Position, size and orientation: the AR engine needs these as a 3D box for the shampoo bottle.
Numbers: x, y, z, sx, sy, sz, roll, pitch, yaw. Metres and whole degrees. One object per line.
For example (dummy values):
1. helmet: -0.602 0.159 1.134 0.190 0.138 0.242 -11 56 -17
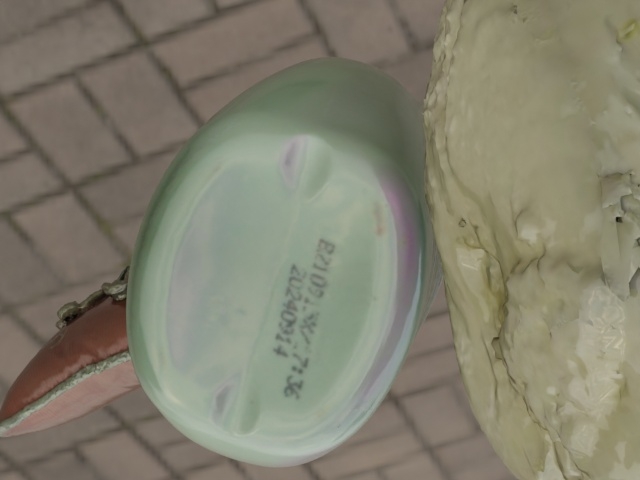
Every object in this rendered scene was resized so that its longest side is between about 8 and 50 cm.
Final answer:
1. shampoo bottle: 0.000 0.000 1.078 0.151 0.349 0.222 14 100 7

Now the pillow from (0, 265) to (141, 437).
1. pillow: -0.125 0.057 1.246 0.179 0.171 0.075 -31 97 29

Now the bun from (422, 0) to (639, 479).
1. bun: 0.185 0.002 0.798 0.359 0.360 0.211 11 155 -31
